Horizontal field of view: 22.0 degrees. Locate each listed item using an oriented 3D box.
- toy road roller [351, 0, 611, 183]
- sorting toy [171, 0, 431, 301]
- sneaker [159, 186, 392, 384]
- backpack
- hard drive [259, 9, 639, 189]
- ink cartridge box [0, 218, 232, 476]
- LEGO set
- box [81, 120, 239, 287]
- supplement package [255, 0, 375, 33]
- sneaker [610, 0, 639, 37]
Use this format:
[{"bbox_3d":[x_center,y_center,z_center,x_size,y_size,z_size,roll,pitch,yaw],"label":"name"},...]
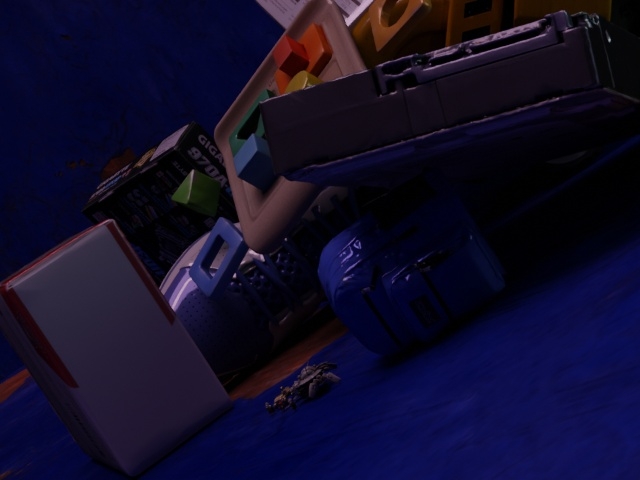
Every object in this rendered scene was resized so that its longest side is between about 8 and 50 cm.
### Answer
[{"bbox_3d":[0.145,-0.215,1.478,0.240,0.330,0.202,5,12,5],"label":"toy road roller"},{"bbox_3d":[-0.033,-0.111,1.433,0.348,0.047,0.196,-52,32,20],"label":"sorting toy"},{"bbox_3d":[0.001,-0.001,1.526,0.315,0.127,0.182,-35,4,-26],"label":"sneaker"},{"bbox_3d":[0.061,0.022,1.170,0.120,0.098,0.101,-32,26,4],"label":"backpack"},{"bbox_3d":[0.128,-0.095,1.228,0.237,0.064,0.339,-15,-6,20],"label":"hard drive"},{"bbox_3d":[-0.204,0.098,1.510,0.114,0.197,0.273,-34,6,-16],"label":"ink cartridge box"},{"bbox_3d":[-0.016,0.108,1.247,0.083,0.023,0.054,-30,7,34],"label":"LEGO set"},{"bbox_3d":[-0.115,-0.001,1.704,0.175,0.220,0.051,-29,22,44],"label":"box"},{"bbox_3d":[0.112,-0.252,1.686,0.263,0.199,0.198,-45,34,4],"label":"supplement package"},{"bbox_3d":[0.206,-0.200,1.801,0.447,0.169,0.257,-32,4,-5],"label":"sneaker"}]
